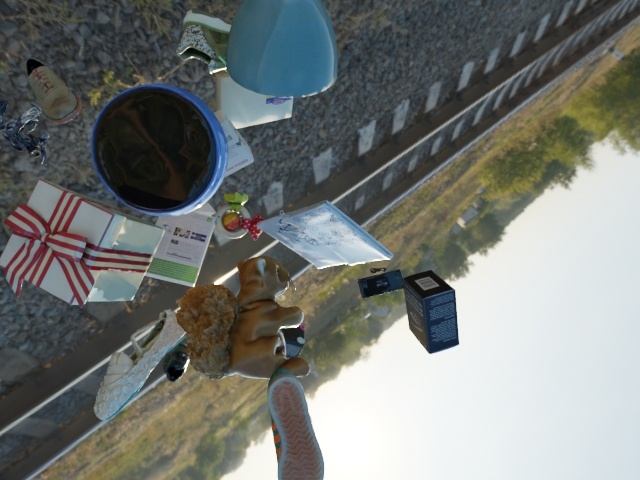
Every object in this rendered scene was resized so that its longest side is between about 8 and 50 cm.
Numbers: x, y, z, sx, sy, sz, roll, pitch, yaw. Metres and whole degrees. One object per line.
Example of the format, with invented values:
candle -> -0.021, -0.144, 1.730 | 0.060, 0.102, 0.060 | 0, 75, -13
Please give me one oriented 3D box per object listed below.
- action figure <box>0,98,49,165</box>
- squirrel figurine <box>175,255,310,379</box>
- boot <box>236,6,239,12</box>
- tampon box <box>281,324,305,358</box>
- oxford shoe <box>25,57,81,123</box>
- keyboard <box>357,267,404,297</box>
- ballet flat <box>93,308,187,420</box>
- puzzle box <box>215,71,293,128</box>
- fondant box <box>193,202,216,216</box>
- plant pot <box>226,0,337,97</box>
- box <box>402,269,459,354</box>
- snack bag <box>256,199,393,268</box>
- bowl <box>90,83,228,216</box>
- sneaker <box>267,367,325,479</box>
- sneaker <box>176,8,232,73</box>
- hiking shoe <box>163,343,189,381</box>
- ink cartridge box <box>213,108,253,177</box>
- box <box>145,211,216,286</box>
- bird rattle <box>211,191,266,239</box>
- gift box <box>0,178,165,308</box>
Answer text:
action figure -> -0.902, -0.359, 1.195 | 0.141, 0.164, 0.275 | -45, 135, -14
squirrel figurine -> -0.247, 0.231, 1.276 | 0.398, 0.369, 0.281 | 3, 176, -27
boot -> -0.169, -0.742, 1.456 | 0.212, 0.294, 0.104 | -19, 180, 14
tampon box -> -0.157, 0.413, 1.699 | 0.120, 0.161, 0.101 | -93, -153, -59
oxford shoe -> -0.939, -0.515, 1.377 | 0.123, 0.348, 0.130 | -42, 148, -12
keyboard -> 0.238, 0.157, 1.586 | 0.180, 0.108, 0.023 | -13, 176, -9
ballet flat -> -0.606, 0.382, 1.324 | 0.147, 0.147, 0.409 | -55, 180, 42
puzzle box -> -0.308, -0.695, 1.944 | 0.409, 0.052, 0.272 | -23, 144, -31
fondant box -> -0.718, -0.051, 2.061 | 0.238, 0.096, 0.330 | -1, 133, -56
plant pot -> -0.091, -0.515, 0.982 | 0.290, 0.290, 0.195 | -35, 152, -30
box -> 0.348, 0.224, 1.265 | 0.108, 0.206, 0.153 | -15, -157, -8
snack bag -> 0.000, 0.000, 1.246 | 0.343, 0.323, 0.037 | -11, -127, 44
bowl -> -0.475, -0.261, 1.180 | 0.391, 0.391, 0.077 | -44, -172, 6
sneaker -> -0.058, 0.441, 0.920 | 0.108, 0.301, 0.121 | -9, 180, -7
sneaker -> -0.299, -0.616, 1.343 | 0.158, 0.411, 0.181 | 71, 40, -73
hiking shoe -> -0.546, 0.470, 1.479 | 0.227, 0.086, 0.114 | -52, -165, 40
ink cartridge box -> -0.357, -0.343, 1.442 | 0.148, 0.085, 0.203 | -26, 142, 7
box -> -0.600, 0.018, 1.693 | 0.058, 0.233, 0.321 | 121, -17, -61
bird rattle -> -0.385, -0.097, 1.858 | 0.207, 0.253, 0.143 | -36, -159, -17
gift box -> -0.580, 0.031, 0.984 | 0.258, 0.255, 0.276 | 41, 68, -77
